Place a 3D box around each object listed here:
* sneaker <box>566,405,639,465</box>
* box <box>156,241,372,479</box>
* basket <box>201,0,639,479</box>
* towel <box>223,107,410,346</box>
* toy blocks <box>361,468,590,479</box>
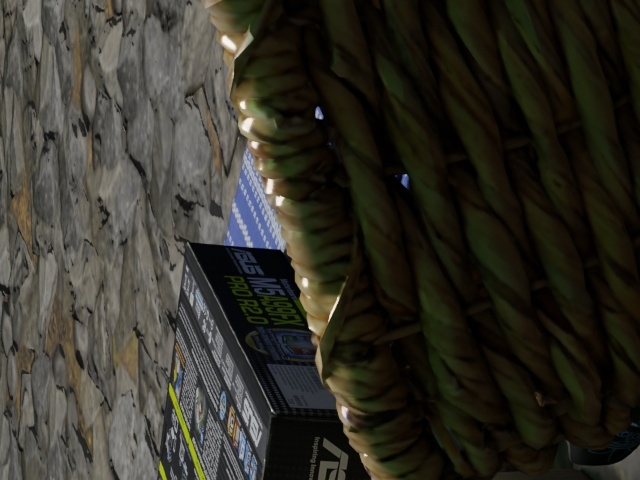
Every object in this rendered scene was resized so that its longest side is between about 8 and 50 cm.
[{"bbox_3d":[0.083,-0.009,0.747,0.090,0.081,0.232,-67,32,33],"label":"sneaker"},{"bbox_3d":[-0.037,0.140,0.934,0.270,0.060,0.216,-128,44,-70],"label":"box"},{"bbox_3d":[0.049,-0.114,0.509,0.213,0.223,0.299,-129,18,-66],"label":"basket"},{"bbox_3d":[0.000,0.000,1.032,0.243,0.040,0.336,-117,35,-52],"label":"towel"},{"bbox_3d":[0.038,0.193,0.626,0.381,0.261,0.190,-138,51,-61],"label":"toy blocks"}]
